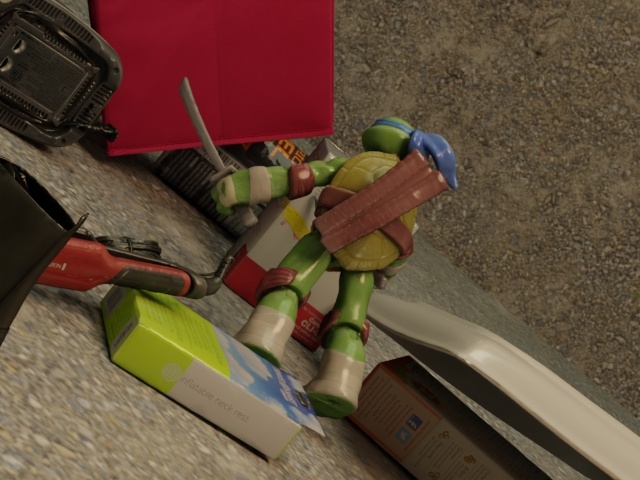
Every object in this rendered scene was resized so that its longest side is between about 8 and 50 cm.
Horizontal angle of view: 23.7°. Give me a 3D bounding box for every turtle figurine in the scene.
[{"bbox_3d":[-0.015,0.016,1.392,0.274,0.266,0.198,7,-28,23],"label":"turtle figurine"}]

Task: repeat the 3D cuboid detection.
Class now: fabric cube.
[{"bbox_3d":[-0.127,-0.271,1.673,0.259,0.258,0.254,-7,30,-9],"label":"fabric cube"}]

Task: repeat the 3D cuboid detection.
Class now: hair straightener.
[{"bbox_3d":[-0.166,0.003,1.149,0.230,0.047,0.089,6,21,-39],"label":"hair straightener"}]

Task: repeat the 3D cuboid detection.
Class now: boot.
[{"bbox_3d":[-0.236,-0.020,0.845,0.198,0.137,0.077,39,8,-2],"label":"boot"}]

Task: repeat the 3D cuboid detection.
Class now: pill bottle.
[{"bbox_3d":[-0.065,-0.059,1.804,0.245,0.130,0.130,39,9,-8],"label":"pill bottle"}]

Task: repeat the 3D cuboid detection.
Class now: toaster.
[{"bbox_3d":[-0.297,-0.190,1.501,0.227,0.129,0.146,32,9,-37],"label":"toaster"}]

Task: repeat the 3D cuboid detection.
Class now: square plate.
[{"bbox_3d":[0.208,0.160,1.448,0.344,0.049,0.347,37,-5,-16],"label":"square plate"}]

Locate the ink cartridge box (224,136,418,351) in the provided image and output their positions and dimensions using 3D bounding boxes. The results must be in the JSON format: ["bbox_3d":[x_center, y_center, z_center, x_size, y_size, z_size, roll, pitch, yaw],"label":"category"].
[{"bbox_3d":[0.000,0.000,1.620,0.127,0.176,0.128,38,9,-9],"label":"ink cartridge box"}]

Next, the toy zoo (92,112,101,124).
[{"bbox_3d":[-0.358,-0.224,1.733,0.293,0.030,0.192,33,11,-40],"label":"toy zoo"}]

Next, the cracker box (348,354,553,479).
[{"bbox_3d":[0.139,0.213,1.490,0.232,0.067,0.155,40,7,12],"label":"cracker box"}]

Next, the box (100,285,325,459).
[{"bbox_3d":[-0.085,0.100,1.187,0.178,0.042,0.109,35,10,-22],"label":"box"}]
